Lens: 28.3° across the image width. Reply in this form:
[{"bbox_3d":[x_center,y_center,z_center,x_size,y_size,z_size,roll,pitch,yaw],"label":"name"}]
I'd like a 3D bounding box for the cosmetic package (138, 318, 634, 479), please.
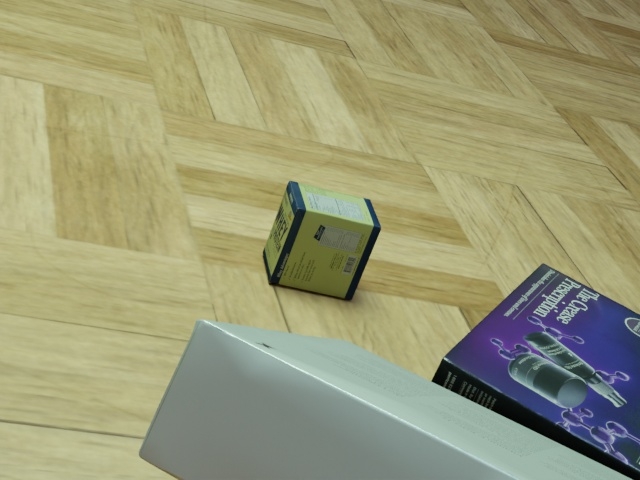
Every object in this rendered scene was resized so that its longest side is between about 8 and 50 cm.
[{"bbox_3d":[0.116,0.171,0.775,0.377,0.097,0.284,25,-1,20],"label":"cosmetic package"}]

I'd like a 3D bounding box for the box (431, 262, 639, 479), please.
[{"bbox_3d":[0.208,0.135,1.059,0.184,0.103,0.261,31,27,15],"label":"box"}]

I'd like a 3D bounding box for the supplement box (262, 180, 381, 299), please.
[{"bbox_3d":[0.000,0.000,1.182,0.083,0.083,0.056,13,26,-17],"label":"supplement box"}]
